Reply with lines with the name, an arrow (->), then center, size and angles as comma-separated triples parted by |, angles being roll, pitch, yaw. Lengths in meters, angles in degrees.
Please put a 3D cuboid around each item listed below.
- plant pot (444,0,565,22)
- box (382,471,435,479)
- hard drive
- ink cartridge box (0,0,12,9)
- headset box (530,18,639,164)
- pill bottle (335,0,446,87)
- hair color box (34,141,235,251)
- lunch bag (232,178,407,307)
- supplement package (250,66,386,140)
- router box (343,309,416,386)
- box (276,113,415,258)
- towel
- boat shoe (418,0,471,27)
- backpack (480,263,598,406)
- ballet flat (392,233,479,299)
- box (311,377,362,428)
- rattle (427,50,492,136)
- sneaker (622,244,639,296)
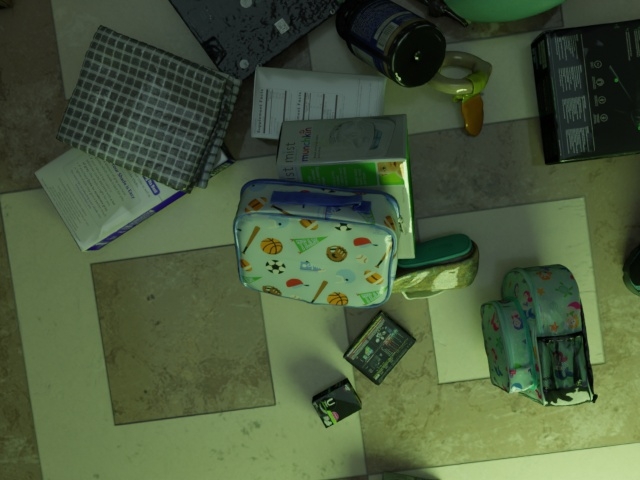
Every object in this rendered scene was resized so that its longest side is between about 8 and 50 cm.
plant pot -> 0.316, -0.515, 1.630 | 0.195, 0.290, 0.290 | -36, 91, 40
box -> 0.175, 0.544, 1.770 | 0.126, 0.072, 0.137 | 9, 94, 3
hard drive -> -0.102, -0.484, 1.703 | 0.339, 0.064, 0.237 | -37, 103, 1
ink cartridge box -> -0.725, -0.562, 1.743 | 0.193, 0.088, 0.235 | -8, 91, 2
headset box -> 0.561, -0.282, 1.679 | 0.282, 0.131, 0.247 | -8, 92, 3
pill bottle -> 0.122, -0.375, 1.642 | 0.122, 0.219, 0.123 | -18, 129, -24
hair color box -> -0.358, -0.143, 1.741 | 0.338, 0.110, 0.185 | -32, 89, 5
lunch bag -> 0.000, 0.000, 1.570 | 0.303, 0.115, 0.243 | 5, 136, 4
supplement package -> -0.002, -0.250, 1.702 | 0.243, 0.139, 0.134 | 5, 94, 1
router box -> 0.117, 0.214, 1.772 | 0.092, 0.038, 0.122 | 40, 94, -1
box -> 0.053, -0.093, 1.640 | 0.231, 0.127, 0.262 | -2, 137, 7
towel -> -0.311, -0.235, 1.623 | 0.283, 0.121, 0.235 | 21, 93, 3
boat shoe -> 0.224, -0.456, 1.727 | 0.152, 0.056, 0.049 | 40, 99, 10
backpack -> 0.403, 0.171, 1.666 | 0.190, 0.225, 0.254 | -1, 89, -2
ballet flat -> 0.137, 0.070, 1.735 | 0.348, 0.123, 0.123 | -8, 93, 5
box -> 0.033, 0.323, 1.774 | 0.083, 0.052, 0.062 | -29, 93, 3
rattle -> 0.229, -0.305, 1.744 | 0.199, 0.143, 0.130 | 13, 61, 17
sneaker -> 0.706, -0.036, 1.682 | 0.125, 0.139, 0.341 | 28, 93, 3
